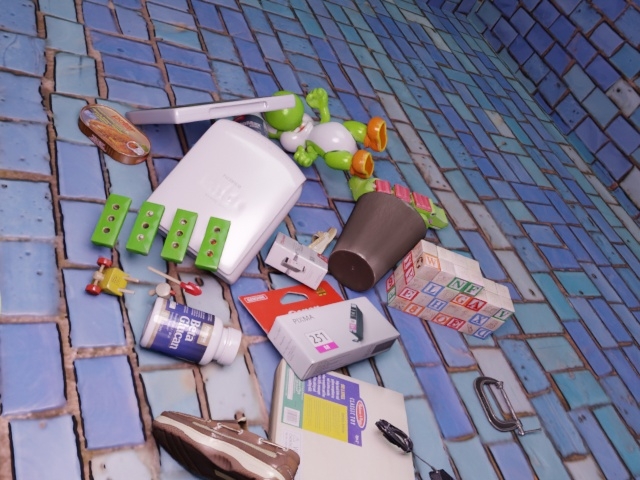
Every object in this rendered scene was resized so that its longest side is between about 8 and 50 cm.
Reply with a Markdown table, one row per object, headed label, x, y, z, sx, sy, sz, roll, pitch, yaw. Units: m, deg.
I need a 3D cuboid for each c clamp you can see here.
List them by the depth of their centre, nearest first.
| label | x | y | z | sx | sy | sz | roll | pitch | yaw |
| --- | --- | --- | --- | --- | --- | --- | --- | --- | --- |
| c clamp | 0.434 | 0.393 | 1.420 | 0.137 | 0.022 | 0.161 | -2 | 53 | -31 |

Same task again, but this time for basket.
| label | x | y | z | sx | sy | sz | roll | pitch | yaw |
| --- | --- | --- | --- | --- | --- | --- | --- | --- | --- |
| basket | 0.129 | 0.008 | 1.479 | 0.204 | 0.154 | 0.227 | 25 | 47 | 16 |

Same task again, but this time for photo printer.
| label | x | y | z | sx | sy | sz | roll | pitch | yaw |
| --- | --- | --- | --- | --- | --- | --- | --- | --- | --- |
| photo printer | -0.198 | -0.098 | 1.288 | 0.256 | 0.107 | 0.308 | 37 | 74 | 2 |

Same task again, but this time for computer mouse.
| label | x | y | z | sx | sy | sz | roll | pitch | yaw |
| --- | --- | --- | --- | --- | --- | --- | --- | --- | --- |
| computer mouse | 0.185 | 0.413 | 1.065 | 0.242 | 0.041 | 0.071 | 43 | 10 | 9 |

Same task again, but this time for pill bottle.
| label | x | y | z | sx | sy | sz | roll | pitch | yaw |
| --- | --- | --- | --- | --- | --- | --- | --- | --- | --- |
| pill bottle | -0.237 | 0.174 | 1.102 | 0.169 | 0.094 | 0.094 | 21 | 40 | -16 |
| pill bottle | -0.191 | -0.276 | 1.588 | 0.107 | 0.108 | 0.180 | 15 | 37 | -23 |

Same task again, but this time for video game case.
| label | x | y | z | sx | sy | sz | roll | pitch | yaw |
| --- | --- | --- | --- | --- | --- | --- | --- | --- | --- |
| video game case | -0.271 | -0.312 | 1.431 | 0.299 | 0.036 | 0.329 | -16 | 18 | -33 |

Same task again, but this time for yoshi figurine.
| label | x | y | z | sx | sy | sz | roll | pitch | yaw |
| --- | --- | --- | --- | --- | --- | --- | --- | --- | --- |
| yoshi figurine | -0.015 | -0.302 | 1.612 | 0.362 | 0.203 | 0.203 | 20 | 28 | 23 |

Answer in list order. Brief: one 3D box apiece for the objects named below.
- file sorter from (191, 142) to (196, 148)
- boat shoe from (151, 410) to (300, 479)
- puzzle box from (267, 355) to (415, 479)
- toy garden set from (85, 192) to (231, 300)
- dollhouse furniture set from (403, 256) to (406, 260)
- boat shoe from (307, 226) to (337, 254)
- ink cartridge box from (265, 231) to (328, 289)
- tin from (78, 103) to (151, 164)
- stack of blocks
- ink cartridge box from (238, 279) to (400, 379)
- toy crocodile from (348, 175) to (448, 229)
| label | x | y | z | sx | sy | sz | roll | pitch | yaw |
| --- | --- | --- | --- | --- | --- | --- | --- | --- | --- |
| file sorter | -0.231 | -0.160 | 1.436 | 0.170 | 0.118 | 0.104 | 33 | 36 | -2 |
| boat shoe | -0.149 | 0.329 | 0.957 | 0.257 | 0.095 | 0.095 | 20 | 41 | 23 |
| puzzle box | 0.038 | 0.399 | 1.042 | 0.272 | 0.052 | 0.409 | 20 | 31 | -12 |
| toy garden set | -0.318 | 0.032 | 1.153 | 0.244 | 0.049 | 0.204 | 13 | 63 | -1 |
| dollhouse furniture set | 0.210 | 0.001 | 1.612 | 0.114 | 0.081 | 0.091 | 18 | 41 | -20 |
| boat shoe | 0.000 | 0.000 | 1.488 | 0.045 | 0.050 | 0.135 | 40 | 38 | -2 |
| ink cartridge box | -0.054 | 0.045 | 1.374 | 0.135 | 0.056 | 0.099 | 29 | 15 | -6 |
| tin | -0.487 | -0.251 | 1.412 | 0.189 | 0.040 | 0.106 | 40 | 43 | 7 |
| stack of blocks | 0.336 | 0.129 | 1.499 | 0.297 | 0.171 | 0.087 | 21 | 41 | -17 |
| ink cartridge box | 0.000 | 0.161 | 1.268 | 0.275 | 0.060 | 0.239 | -7 | 45 | -45 |
| toy crocodile | 0.229 | -0.111 | 1.723 | 0.340 | 0.105 | 0.115 | 18 | 41 | -20 |
